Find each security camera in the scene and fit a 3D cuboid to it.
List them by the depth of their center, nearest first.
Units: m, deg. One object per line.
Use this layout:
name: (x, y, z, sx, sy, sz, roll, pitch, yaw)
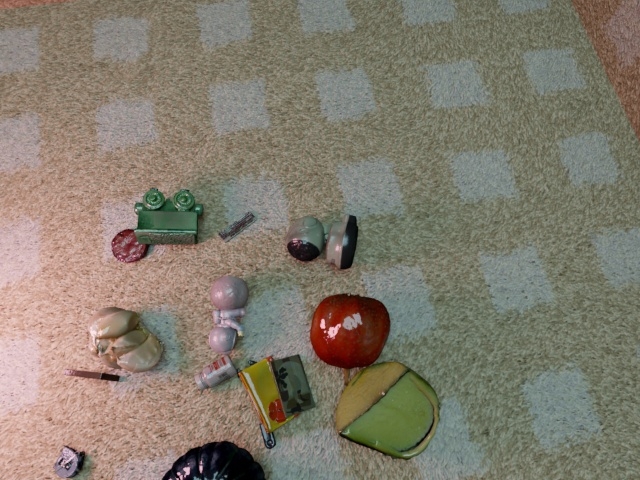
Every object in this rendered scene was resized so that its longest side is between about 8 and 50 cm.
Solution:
security camera: (0.000, 0.000, 1.861, 0.277, 0.197, 0.191, 11, 61, 8)

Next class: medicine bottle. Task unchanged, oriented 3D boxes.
medicine bottle: (-0.381, 0.484, 1.720, 0.140, 0.079, 0.079, -27, 74, -12)

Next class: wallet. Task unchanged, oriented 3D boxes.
wallet: (-0.180, 0.549, 1.695, 0.141, 0.067, 0.241, -23, 78, -27)

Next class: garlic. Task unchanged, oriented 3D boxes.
garlic: (-0.723, 0.369, 1.691, 0.184, 0.203, 0.281, -35, 89, 27)

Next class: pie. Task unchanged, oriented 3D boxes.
pie: (-0.761, 0.019, 1.894, 0.154, 0.036, 0.155, 1, 70, -2)

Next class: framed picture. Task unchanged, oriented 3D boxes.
framed picture: (-0.797, 0.473, 1.657, 0.127, 0.168, 0.023, 6, 71, 0)
framed picture: (-0.101, 0.523, 1.717, 0.135, 0.010, 0.201, -4, 67, -39)

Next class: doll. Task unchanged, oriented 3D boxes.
doll: (-0.350, 0.280, 1.765, 0.150, 0.151, 0.287, 5, 73, -1)

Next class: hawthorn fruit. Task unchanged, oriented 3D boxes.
hawthorn fruit: (0.104, 0.356, 1.707, 0.286, 0.287, 0.331, 5, 84, -1)

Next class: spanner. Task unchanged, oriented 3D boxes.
spanner: (-0.229, 0.595, 1.719, 0.087, 0.024, 0.316, -17, 73, -7)

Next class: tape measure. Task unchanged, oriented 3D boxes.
tape measure: (-0.854, 0.759, 1.613, 0.091, 0.054, 0.094, 13, 68, 8)

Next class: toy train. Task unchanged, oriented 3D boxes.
toy train: (-0.600, -0.092, 1.872, 0.265, 0.145, 0.202, 1, 69, -13)

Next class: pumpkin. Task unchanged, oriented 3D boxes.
pumpkin: (-0.343, 0.832, 1.497, 0.363, 0.266, 0.364, 1, 69, -1)

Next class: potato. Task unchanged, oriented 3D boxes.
potato: (0.255, 0.590, 1.667, 0.280, 0.213, 0.330, 43, 95, -13)

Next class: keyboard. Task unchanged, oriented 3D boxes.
keyboard: (-0.340, -0.057, 1.950, 0.166, 0.017, 0.055, -38, 76, -15)
